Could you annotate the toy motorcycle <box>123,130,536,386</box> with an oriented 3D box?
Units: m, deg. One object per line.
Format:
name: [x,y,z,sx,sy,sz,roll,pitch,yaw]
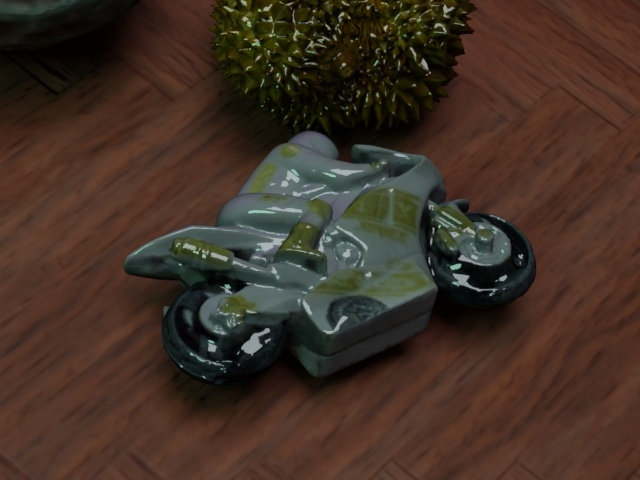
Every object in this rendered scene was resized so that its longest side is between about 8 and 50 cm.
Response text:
toy motorcycle: [0.000,0.000,1.109,0.225,0.073,0.152,-16,53,-24]

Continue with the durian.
durian: [0.012,-0.133,1.184,0.158,0.137,0.168,25,31,-20]

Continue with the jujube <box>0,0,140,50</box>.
jujube: [-0.237,-0.231,1.122,0.308,0.246,0.215,9,49,2]
